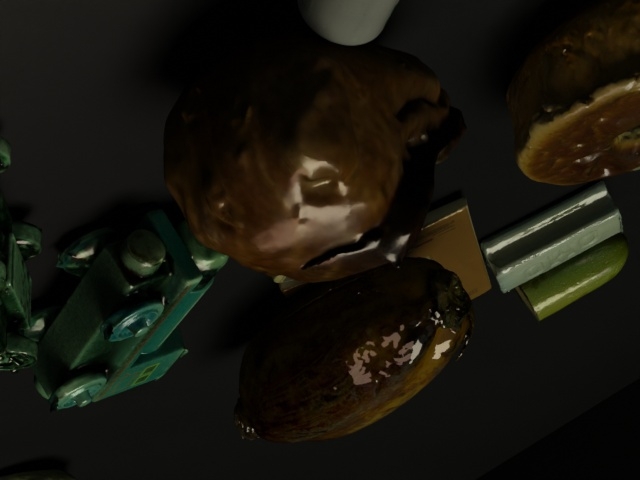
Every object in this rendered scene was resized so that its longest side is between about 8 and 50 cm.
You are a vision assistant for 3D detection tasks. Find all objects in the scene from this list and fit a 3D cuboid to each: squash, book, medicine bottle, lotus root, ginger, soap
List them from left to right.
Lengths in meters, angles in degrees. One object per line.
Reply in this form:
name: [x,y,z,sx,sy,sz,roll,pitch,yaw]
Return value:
ginger: [-0.017,-0.095,1.300,0.200,0.269,0.223,-15,131,38]
lotus root: [0.033,0.154,1.898,0.196,0.179,0.397,25,136,-39]
medicine bottle: [0.036,-0.226,1.199,0.080,0.080,0.130,-14,157,-28]
book: [0.101,0.063,2.044,0.269,0.032,0.389,-25,159,1]
soap: [0.331,-0.002,2.106,0.198,0.063,0.114,-28,161,6]
squash: [0.390,0.043,2.256,0.188,0.095,0.095,-30,159,2]

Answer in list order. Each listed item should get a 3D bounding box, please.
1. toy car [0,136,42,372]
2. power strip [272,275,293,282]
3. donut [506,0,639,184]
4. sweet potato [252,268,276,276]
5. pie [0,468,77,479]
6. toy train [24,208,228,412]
toy car: [-0.322,0.016,1.305,0.125,0.136,0.306,-3,156,-1]
power strip: [0.000,0.000,1.776,0.076,0.028,0.169,-12,155,-31]
donut: [0.342,-0.183,1.584,0.330,0.159,0.330,-14,165,-4]
sweet potato: [-0.036,-0.019,1.622,0.108,0.079,0.346,-29,166,-29]
pie: [-0.467,0.396,2.153,0.241,0.054,0.240,-21,160,-8]
toy train: [-0.208,0.074,1.602,0.194,0.120,0.298,-18,159,-40]
